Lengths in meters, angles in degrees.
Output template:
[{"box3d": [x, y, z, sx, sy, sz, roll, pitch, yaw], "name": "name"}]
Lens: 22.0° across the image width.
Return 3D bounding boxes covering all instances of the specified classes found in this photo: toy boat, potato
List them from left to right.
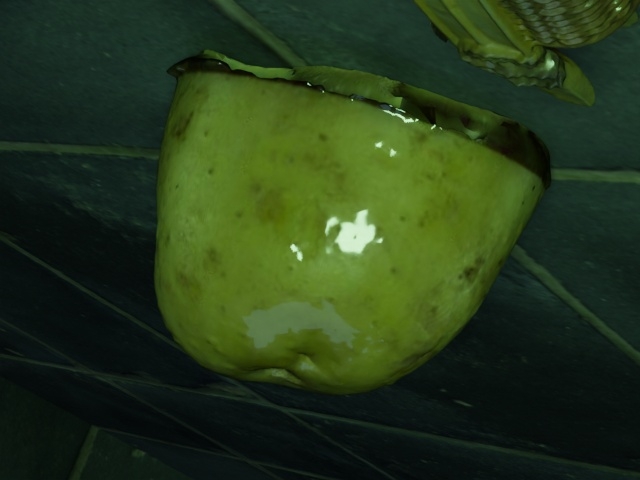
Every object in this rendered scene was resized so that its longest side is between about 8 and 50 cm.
[{"box3d": [0.000, 0.000, 1.170, 0.285, 0.243, 0.242, 17, 163, 1], "name": "potato"}, {"box3d": [0.082, -0.159, 0.770, 0.115, 0.089, 0.310, 21, 166, 32], "name": "toy boat"}]
